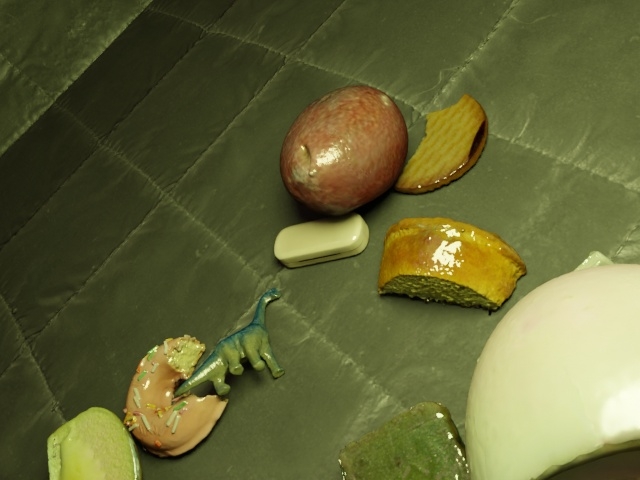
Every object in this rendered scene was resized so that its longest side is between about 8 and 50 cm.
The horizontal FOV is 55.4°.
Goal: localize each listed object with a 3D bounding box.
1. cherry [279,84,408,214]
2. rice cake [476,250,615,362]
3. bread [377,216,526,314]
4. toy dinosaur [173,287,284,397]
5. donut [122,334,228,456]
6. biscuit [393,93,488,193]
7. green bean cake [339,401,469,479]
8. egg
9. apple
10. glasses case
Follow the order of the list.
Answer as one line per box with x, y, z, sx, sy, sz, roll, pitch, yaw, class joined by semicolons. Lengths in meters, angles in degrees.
0.041;-0.163;1.149;0.261;0.221;0.307;-36;11;28;cherry
0.334;0.117;0.895;0.256;0.052;0.057;-43;75;0;rice cake
0.191;0.027;0.997;0.260;0.134;0.129;4;62;36;bread
-0.167;0.188;1.129;0.248;0.075;0.188;-20;44;-11;toy dinosaur
-0.289;0.296;1.156;0.199;0.085;0.233;-42;44;2;donut
0.232;-0.180;1.190;0.229;0.031;0.176;-35;45;9;biscuit
0.133;0.339;0.836;0.181;0.094;0.173;-32;46;11;green bean cake
0.332;0.173;0.667;0.355;0.354;0.339;-20;31;21;egg
-0.380;0.435;1.085;0.193;0.120;0.264;-28;61;16;apple
0.000;0.000;1.200;0.196;0.050;0.083;-11;55;27;glasses case
